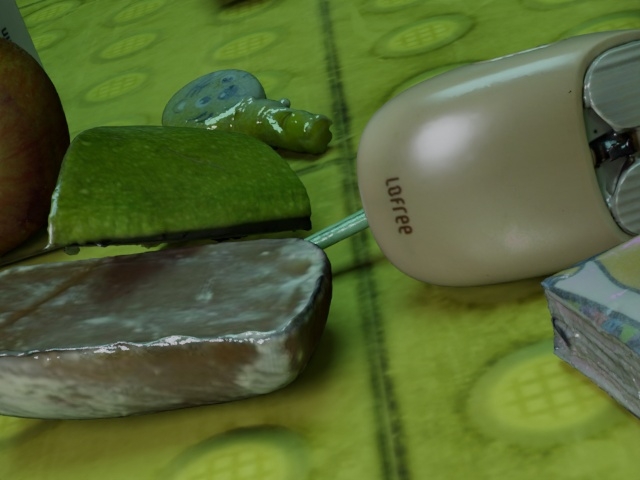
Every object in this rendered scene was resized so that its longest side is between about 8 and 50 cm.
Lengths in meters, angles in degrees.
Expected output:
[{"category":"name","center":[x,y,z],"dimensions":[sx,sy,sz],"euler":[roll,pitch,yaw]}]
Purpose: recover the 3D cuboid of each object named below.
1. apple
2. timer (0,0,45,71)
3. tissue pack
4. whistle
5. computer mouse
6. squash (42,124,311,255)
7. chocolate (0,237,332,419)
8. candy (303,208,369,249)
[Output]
[{"category":"apple","center":[-0.323,-0.083,1.147],"dimensions":[0.211,0.211,0.188],"euler":[-20,18,-2]},{"category":"timer","center":[-0.453,-0.192,1.472],"dimensions":[0.192,0.194,0.195],"euler":[-8,27,23]},{"category":"tissue pack","center":[0.214,0.031,0.710],"dimensions":[0.155,0.065,0.115],"euler":[-25,27,-11]},{"category":"whistle","center":[-0.065,-0.108,1.208],"dimensions":[0.198,0.057,0.104],"euler":[16,53,41]},{"category":"computer mouse","center":[0.141,-0.050,0.828],"dimensions":[0.236,0.145,0.082],"euler":[-12,9,6]},{"category":"squash","center":[-0.148,-0.038,0.946],"dimensions":[0.169,0.093,0.252],"euler":[-4,1,40]},{"category":"chocolate","center":[-0.113,0.069,0.847],"dimensions":[0.253,0.080,0.157],"euler":[-7,20,11]},{"category":"candy","center":[0.000,0.000,0.931],"dimensions":[0.335,0.092,0.093],"euler":[-25,62,5]}]
